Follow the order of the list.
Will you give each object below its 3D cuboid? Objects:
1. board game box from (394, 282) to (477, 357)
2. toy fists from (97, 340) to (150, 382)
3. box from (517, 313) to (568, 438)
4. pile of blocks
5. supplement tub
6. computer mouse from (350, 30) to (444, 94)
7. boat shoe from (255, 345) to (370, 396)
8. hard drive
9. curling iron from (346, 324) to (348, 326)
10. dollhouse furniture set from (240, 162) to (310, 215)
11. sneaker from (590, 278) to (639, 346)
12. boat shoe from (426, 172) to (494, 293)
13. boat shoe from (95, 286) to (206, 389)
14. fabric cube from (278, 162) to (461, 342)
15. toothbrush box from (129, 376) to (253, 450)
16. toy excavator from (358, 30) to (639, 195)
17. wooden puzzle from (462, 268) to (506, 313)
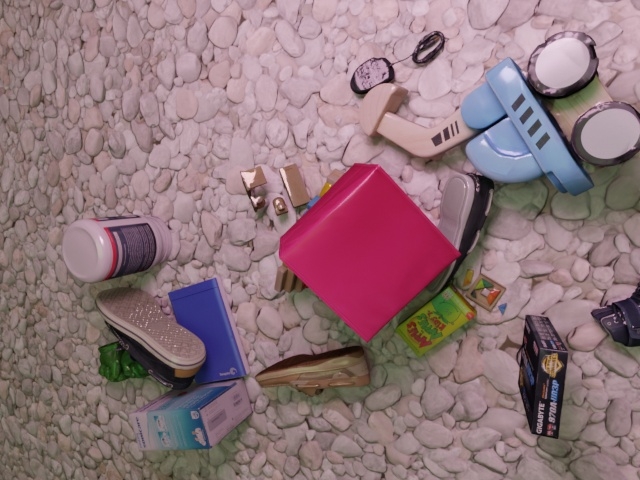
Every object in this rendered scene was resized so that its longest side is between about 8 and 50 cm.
[{"bbox_3d":[0.285,0.200,1.031,0.181,0.043,0.092,-45,78,23],"label":"board game box"},{"bbox_3d":[-0.687,0.429,1.476,0.279,0.096,0.142,-17,91,24],"label":"toy fists"},{"bbox_3d":[0.459,0.271,0.864,0.051,0.220,0.175,5,99,19],"label":"box"},{"bbox_3d":[0.000,0.000,1.076,0.113,0.149,0.362,30,108,18],"label":"pile of blocks"},{"bbox_3d":[-0.626,0.017,1.293,0.191,0.272,0.191,4,98,24],"label":"supplement tub"},{"bbox_3d":[0.183,-0.426,1.001,0.242,0.041,0.071,-21,87,19],"label":"computer mouse"},{"bbox_3d":[-0.030,0.383,1.156,0.341,0.122,0.110,-17,89,24],"label":"boat shoe"},{"bbox_3d":[-0.364,0.294,1.340,0.210,0.040,0.318,-18,89,25],"label":"hard drive"},{"bbox_3d":[0.163,0.140,1.083,0.068,0.035,0.274,43,113,9],"label":"curling iron"},{"bbox_3d":[-0.130,-0.141,1.183,0.151,0.123,0.144,-21,88,-10],"label":"dollhouse furniture set"},{"bbox_3d":[0.637,0.108,0.835,0.164,0.086,0.226,-10,94,23],"label":"sneaker"},{"bbox_3d":[0.317,-0.007,0.955,0.114,0.091,0.302,-120,35,-51],"label":"boat shoe"},{"bbox_3d":[-0.567,0.304,1.338,0.501,0.187,0.155,28,113,28],"label":"boat shoe"},{"bbox_3d":[0.087,0.008,0.907,0.254,0.259,0.258,44,94,-11],"label":"fabric cube"},{"bbox_3d":[-0.400,0.541,1.295,0.296,0.216,0.126,-17,89,27],"label":"toothbrush box"},{"bbox_3d":[0.340,-0.239,0.872,0.445,0.222,0.432,-34,81,33],"label":"toy excavator"},{"bbox_3d":[0.392,0.123,0.988,0.116,0.014,0.078,27,107,19],"label":"wooden puzzle"}]
